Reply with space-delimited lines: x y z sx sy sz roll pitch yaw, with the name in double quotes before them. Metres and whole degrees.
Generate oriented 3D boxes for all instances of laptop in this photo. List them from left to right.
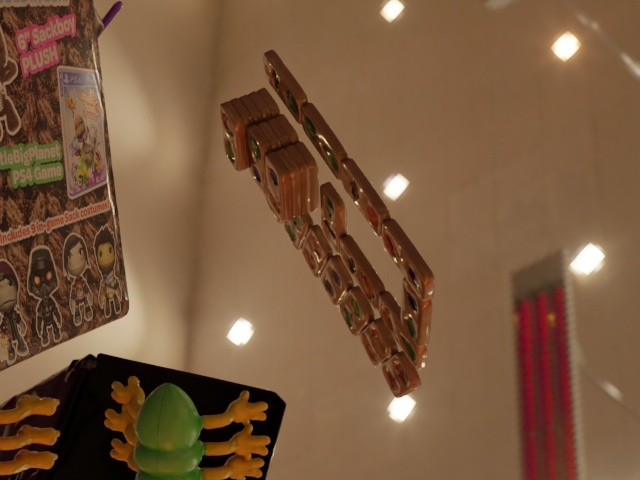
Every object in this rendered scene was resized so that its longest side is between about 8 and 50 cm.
"laptop" -0.180 0.223 1.323 0.264 0.136 0.234 -29 -145 46

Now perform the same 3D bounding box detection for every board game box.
"board game box" -0.239 -0.087 0.808 0.232 0.141 0.291 -4 -82 20

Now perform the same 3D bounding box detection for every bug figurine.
"bug figurine" -0.139 0.176 0.917 0.279 0.216 0.072 3 -169 12

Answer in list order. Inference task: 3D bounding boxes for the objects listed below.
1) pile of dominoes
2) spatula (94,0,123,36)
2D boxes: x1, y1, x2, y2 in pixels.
"pile of dominoes" 0.000 0.000 1.238 0.040 0.196 0.251 -23 -124 -16
"spatula" -0.150 -0.164 1.073 0.084 0.030 0.296 -56 176 -26
